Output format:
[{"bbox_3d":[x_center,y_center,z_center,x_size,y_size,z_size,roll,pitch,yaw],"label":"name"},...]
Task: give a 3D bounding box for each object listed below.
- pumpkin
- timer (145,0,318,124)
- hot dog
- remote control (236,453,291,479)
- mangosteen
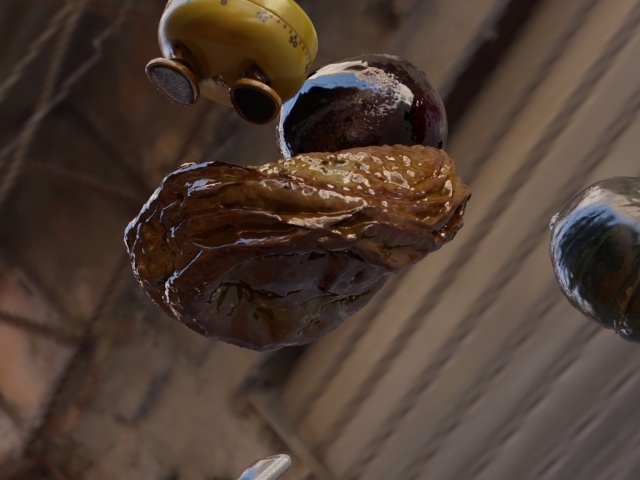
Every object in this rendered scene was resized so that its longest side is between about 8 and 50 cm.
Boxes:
[{"bbox_3d":[0.314,0.021,1.692,0.190,0.190,0.146,-22,-23,-50],"label":"pumpkin"},{"bbox_3d":[-0.052,-0.141,1.159,0.107,0.107,0.109,101,-170,-64],"label":"timer"},{"bbox_3d":[-0.001,0.003,1.246,0.259,0.114,0.175,-6,-29,-37],"label":"hot dog"},{"bbox_3d":[-0.131,0.318,1.961,0.261,0.029,0.067,-39,10,-37],"label":"remote control"},{"bbox_3d":[0.036,-0.084,1.488,0.152,0.152,0.152,-39,-17,-14],"label":"mangosteen"}]
